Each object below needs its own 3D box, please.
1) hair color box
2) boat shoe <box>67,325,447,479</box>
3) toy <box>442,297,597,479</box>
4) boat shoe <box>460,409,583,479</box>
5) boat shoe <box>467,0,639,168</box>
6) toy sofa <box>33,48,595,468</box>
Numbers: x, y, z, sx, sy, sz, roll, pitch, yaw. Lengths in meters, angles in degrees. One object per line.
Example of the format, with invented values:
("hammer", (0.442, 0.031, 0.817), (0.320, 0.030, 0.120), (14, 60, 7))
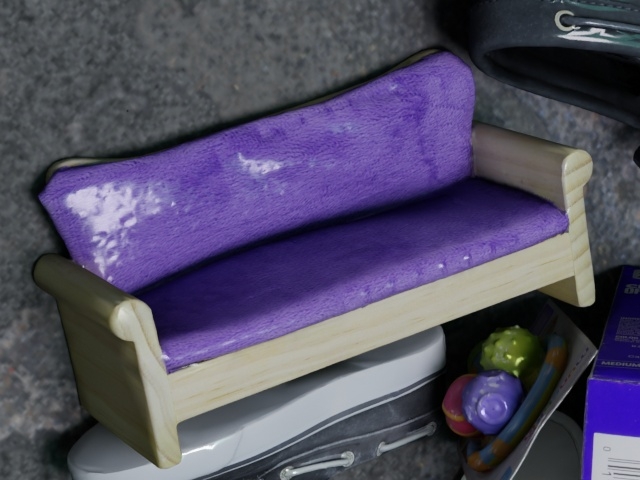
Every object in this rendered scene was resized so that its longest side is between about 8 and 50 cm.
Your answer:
("hair color box", (0.252, 0.144, 1.251), (0.110, 0.339, 0.185), (4, 103, 11))
("boat shoe", (-0.034, 0.144, 1.218), (0.301, 0.108, 0.102), (-19, 112, -34))
("toy", (0.126, 0.104, 1.232), (0.056, 0.237, 0.137), (32, 95, 0))
("boat shoe", (0.150, 0.289, 1.374), (0.099, 0.116, 0.319), (14, 87, -74))
("boat shoe", (0.308, -0.108, 1.288), (0.500, 0.187, 0.156), (24, 69, -25))
("toy sofa", (0.000, 0.000, 1.174), (0.363, 0.150, 0.177), (-18, 111, -24))
